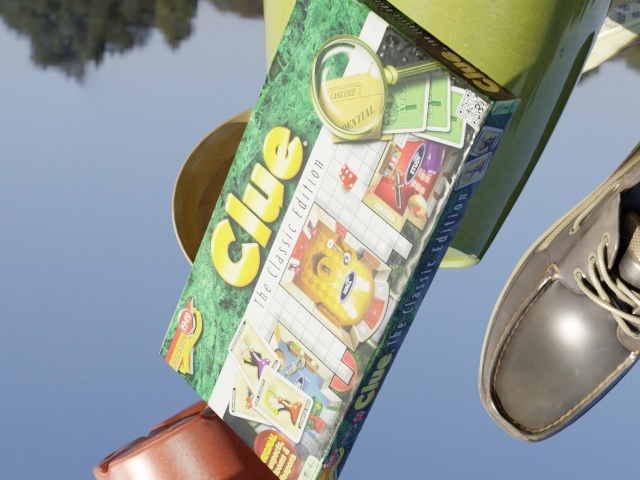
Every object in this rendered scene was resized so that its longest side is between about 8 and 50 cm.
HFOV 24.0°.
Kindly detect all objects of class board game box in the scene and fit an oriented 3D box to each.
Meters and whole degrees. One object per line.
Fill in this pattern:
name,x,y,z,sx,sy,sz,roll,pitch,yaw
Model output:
board game box,0.000,0.000,0.799,0.030,0.260,0.136,-9,-138,-44

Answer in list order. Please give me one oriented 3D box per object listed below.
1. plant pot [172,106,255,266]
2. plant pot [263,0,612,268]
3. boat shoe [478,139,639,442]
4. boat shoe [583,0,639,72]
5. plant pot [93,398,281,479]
plant pot,-0.007,-0.022,1.277,0.236,0.032,0.236,1,-126,-2
plant pot,0.072,-0.137,1.046,0.274,0.294,0.275,11,171,2
boat shoe,0.248,0.011,1.213,0.132,0.355,0.130,35,-175,5
boat shoe,0.284,-0.239,1.269,0.089,0.285,0.105,40,-147,-28
plant pot,-0.092,0.306,1.604,0.272,0.265,0.272,-29,-179,1
